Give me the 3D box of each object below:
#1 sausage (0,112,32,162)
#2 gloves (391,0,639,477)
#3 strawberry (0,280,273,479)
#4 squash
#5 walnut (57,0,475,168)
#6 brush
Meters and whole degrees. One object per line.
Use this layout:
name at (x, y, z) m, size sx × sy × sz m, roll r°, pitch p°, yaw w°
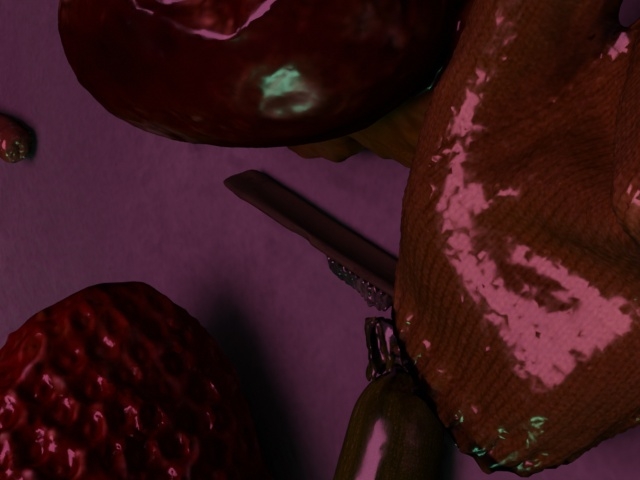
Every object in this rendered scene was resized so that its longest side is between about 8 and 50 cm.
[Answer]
sausage at (-0.332, -0.111, 1.146) m, size 0.158 × 0.036 × 0.042 m, roll 21°, pitch 73°, yaw 44°
gloves at (0.144, -0.040, 0.552) m, size 0.203 × 0.155 × 0.356 m, roll 60°, pitch 147°, yaw 35°
strawberry at (-0.166, 0.220, 0.827) m, size 0.292 × 0.292 × 0.310 m, roll -46°, pitch 34°, yaw 38°
squash at (0.026, 0.208, 0.753) m, size 0.080 × 0.071 × 0.318 m, roll 25°, pitch 110°, yaw 45°
walnut at (-0.011, -0.142, 0.698) m, size 0.269 × 0.244 × 0.221 m, roll -7°, pitch 48°, yaw 54°
brush at (0.000, 0.000, 0.801) m, size 0.190 × 0.034 × 0.027 m, roll 34°, pitch 132°, yaw 40°
